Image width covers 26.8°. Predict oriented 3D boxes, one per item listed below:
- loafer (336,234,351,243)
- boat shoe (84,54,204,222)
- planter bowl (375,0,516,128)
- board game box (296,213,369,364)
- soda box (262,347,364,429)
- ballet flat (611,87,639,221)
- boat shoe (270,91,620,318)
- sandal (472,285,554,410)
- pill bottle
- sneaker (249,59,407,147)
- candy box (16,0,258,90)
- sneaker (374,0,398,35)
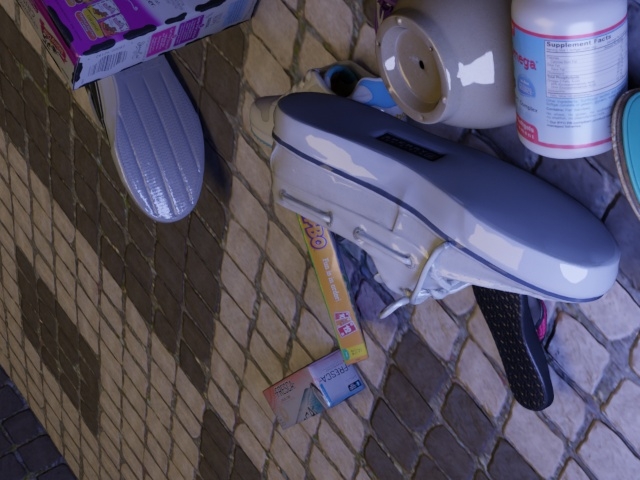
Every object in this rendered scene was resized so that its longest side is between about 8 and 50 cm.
[{"bbox_3d":[0.058,-0.025,1.447,0.125,0.039,0.045,148,127,-61],"label":"loafer"},{"bbox_3d":[-0.239,-0.182,1.769,0.119,0.121,0.335,156,98,-71],"label":"boat shoe"},{"bbox_3d":[0.115,-0.160,1.127,0.162,0.109,0.162,43,148,35],"label":"planter bowl"},{"bbox_3d":[0.000,0.000,1.510,0.124,0.039,0.260,-101,-9,-72],"label":"board game box"},{"bbox_3d":[-0.012,0.194,1.744,0.063,0.058,0.183,61,154,5],"label":"soda box"},{"bbox_3d":[0.271,-0.017,1.030,0.206,0.073,0.067,66,168,2],"label":"ballet flat"},{"bbox_3d":[0.091,0.001,1.209,0.367,0.135,0.157,27,121,29],"label":"boat shoe"},{"bbox_3d":[0.190,0.076,1.286,0.067,0.040,0.179,6,119,55],"label":"sandal"},{"bbox_3d":[0.190,-0.150,1.025,0.087,0.087,0.160,32,140,46],"label":"pill bottle"},{"bbox_3d":[0.007,-0.139,1.384,0.228,0.087,0.092,12,119,49],"label":"sneaker"},{"bbox_3d":[-0.201,-0.278,1.449,0.159,0.233,0.071,57,153,14],"label":"candy box"},{"bbox_3d":[0.061,-0.239,1.196,0.068,0.071,0.170,44,149,33],"label":"sneaker"}]
